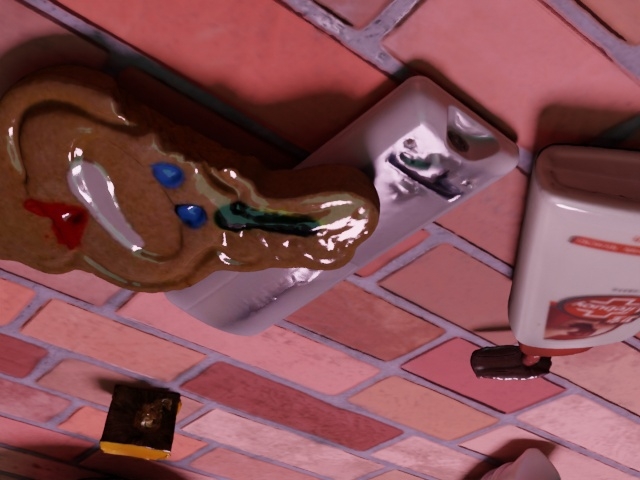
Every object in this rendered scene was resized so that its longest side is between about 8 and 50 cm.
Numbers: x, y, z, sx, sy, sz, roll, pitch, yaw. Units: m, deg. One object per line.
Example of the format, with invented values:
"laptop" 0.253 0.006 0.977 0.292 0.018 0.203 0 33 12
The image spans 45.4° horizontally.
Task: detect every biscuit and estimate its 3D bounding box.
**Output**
"biscuit" -0.120 -0.029 0.536 0.320 0.047 0.183 10 136 2

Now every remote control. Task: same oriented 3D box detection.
"remote control" 0.000 0.000 0.593 0.109 0.055 0.313 29 135 -30

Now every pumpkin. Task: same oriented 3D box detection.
"pumpkin" -0.199 0.203 0.853 0.083 0.074 0.054 13 136 -14

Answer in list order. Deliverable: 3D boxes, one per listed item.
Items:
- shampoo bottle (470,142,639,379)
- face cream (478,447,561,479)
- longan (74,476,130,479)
"shampoo bottle" 0.205 0.042 0.624 0.153 0.071 0.284 4 142 -4
"face cream" 0.233 0.390 1.057 0.102 0.102 0.345 8 144 -7
"longan" -0.291 0.459 1.030 0.297 0.297 0.297 1 143 1
